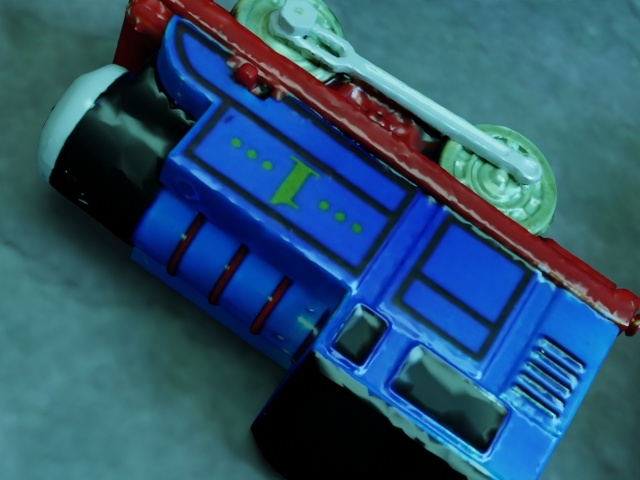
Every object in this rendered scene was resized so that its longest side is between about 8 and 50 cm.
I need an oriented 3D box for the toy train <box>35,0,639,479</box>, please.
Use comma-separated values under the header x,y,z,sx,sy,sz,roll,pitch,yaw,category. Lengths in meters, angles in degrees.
x,y,z,sx,sy,sz,roll,pitch,yaw,category
0.000,0.000,0.426,0.204,0.083,0.131,36,60,2,toy train
